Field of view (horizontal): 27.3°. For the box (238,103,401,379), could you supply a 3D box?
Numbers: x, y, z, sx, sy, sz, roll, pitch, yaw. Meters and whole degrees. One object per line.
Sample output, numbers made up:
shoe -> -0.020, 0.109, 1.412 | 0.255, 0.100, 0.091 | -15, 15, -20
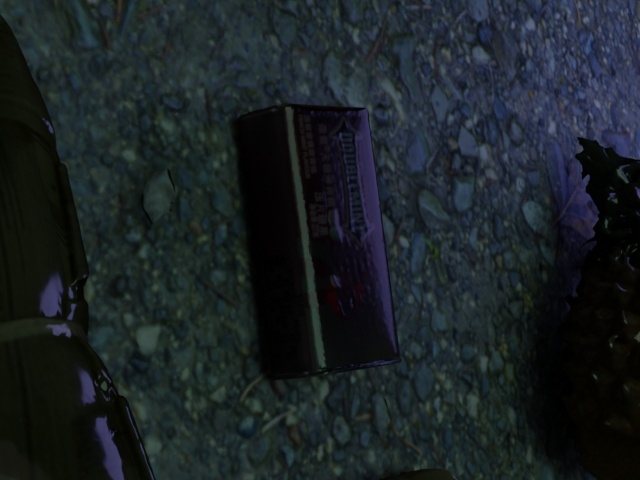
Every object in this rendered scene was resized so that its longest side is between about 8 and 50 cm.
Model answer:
box -> 0.000, 0.000, 1.105 | 0.120, 0.069, 0.224 | -1, 82, -46

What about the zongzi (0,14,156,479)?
zongzi -> -0.360, 0.054, 0.703 | 0.500, 0.218, 0.467 | -1, 54, -32

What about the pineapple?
pineapple -> 0.339, 0.057, 1.364 | 0.223, 0.223, 0.357 | 22, 54, -42

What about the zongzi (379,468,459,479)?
zongzi -> 0.056, 0.291, 1.108 | 0.160, 0.078, 0.176 | -8, 92, -41
